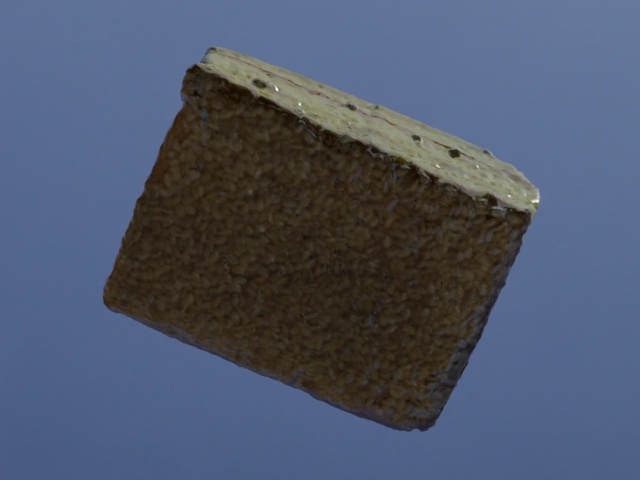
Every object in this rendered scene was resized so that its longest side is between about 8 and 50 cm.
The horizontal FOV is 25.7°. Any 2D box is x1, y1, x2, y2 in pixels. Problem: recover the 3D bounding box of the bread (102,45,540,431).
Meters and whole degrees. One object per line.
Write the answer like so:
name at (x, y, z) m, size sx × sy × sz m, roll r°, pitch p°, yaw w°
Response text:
bread at (0.000, 0.000, 0.893) m, size 0.234 × 0.110 × 0.184 m, roll 24°, pitch -65°, yaw 3°
